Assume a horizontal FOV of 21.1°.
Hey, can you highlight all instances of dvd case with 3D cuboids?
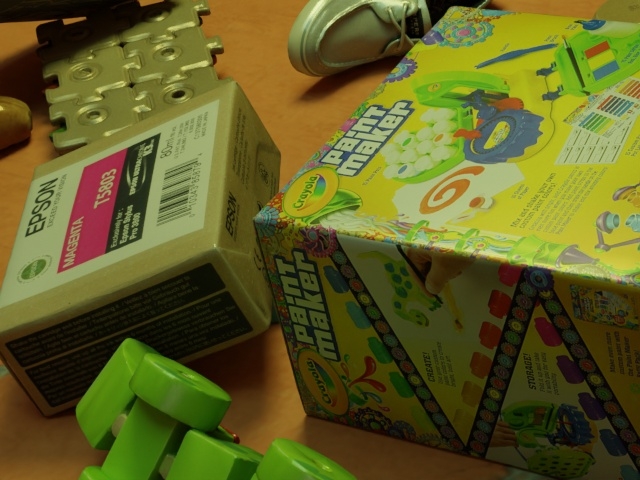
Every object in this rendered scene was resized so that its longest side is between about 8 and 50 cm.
[{"bbox_3d":[-0.269,-0.231,1.665,0.221,0.018,0.164,-12,3,-37],"label":"dvd case"}]

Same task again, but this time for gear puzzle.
[{"bbox_3d":[-0.165,-0.124,1.581,0.175,0.044,0.339,-14,37,-4],"label":"gear puzzle"}]

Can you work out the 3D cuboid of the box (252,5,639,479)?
[{"bbox_3d":[0.158,-0.008,1.173,0.279,0.177,0.290,11,42,32],"label":"box"}]

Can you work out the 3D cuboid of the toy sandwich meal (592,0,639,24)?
[{"bbox_3d":[0.285,-0.196,1.536,0.085,0.029,0.085,-13,31,8],"label":"toy sandwich meal"}]

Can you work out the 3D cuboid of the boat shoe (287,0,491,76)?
[{"bbox_3d":[0.074,-0.212,1.585,0.227,0.079,0.081,-30,33,-29],"label":"boat shoe"}]

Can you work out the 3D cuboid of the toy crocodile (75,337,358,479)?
[{"bbox_3d":[-0.053,0.163,1.074,0.340,0.105,0.115,30,95,45],"label":"toy crocodile"}]

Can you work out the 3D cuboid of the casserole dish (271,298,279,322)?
[{"bbox_3d":[0.000,0.000,1.342,0.188,0.037,0.114,-23,35,-16],"label":"casserole dish"}]

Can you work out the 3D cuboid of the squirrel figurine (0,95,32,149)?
[{"bbox_3d":[-0.493,-0.205,1.508,0.397,0.370,0.281,15,43,35],"label":"squirrel figurine"}]

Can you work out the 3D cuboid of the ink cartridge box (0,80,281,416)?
[{"bbox_3d":[-0.134,0.001,1.301,0.193,0.088,0.235,-21,33,15],"label":"ink cartridge box"}]
